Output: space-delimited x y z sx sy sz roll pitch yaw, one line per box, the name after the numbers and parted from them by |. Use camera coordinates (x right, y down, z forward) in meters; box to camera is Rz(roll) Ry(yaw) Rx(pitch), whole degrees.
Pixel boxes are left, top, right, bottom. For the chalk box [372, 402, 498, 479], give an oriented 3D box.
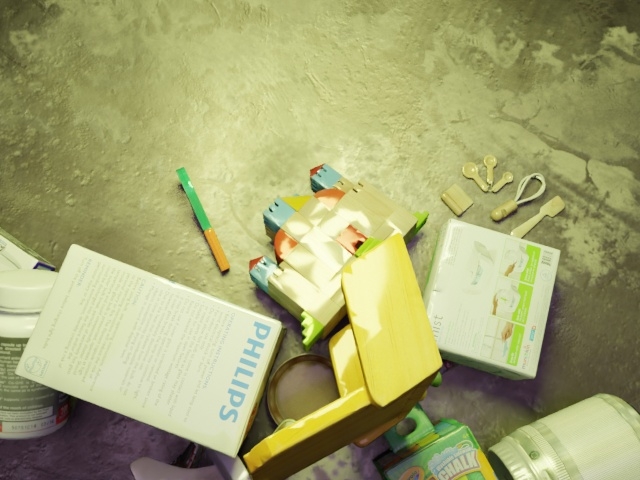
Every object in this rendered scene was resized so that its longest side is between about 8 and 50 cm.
0.219 0.449 1.208 0.180 0.179 0.289 -29 81 -7 | chalk box

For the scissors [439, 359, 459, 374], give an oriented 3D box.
0.248 0.271 1.326 0.297 0.021 0.109 -8 77 -4 | scissors

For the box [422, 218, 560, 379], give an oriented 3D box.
0.325 0.119 1.291 0.231 0.127 0.262 16 75 2 | box

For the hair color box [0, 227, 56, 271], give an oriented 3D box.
-0.716 0.133 1.278 0.185 0.110 0.339 34 82 5 | hair color box

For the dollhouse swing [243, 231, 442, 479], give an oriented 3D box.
0.005 0.212 1.084 0.305 0.347 0.315 -11 64 -7 | dollhouse swing

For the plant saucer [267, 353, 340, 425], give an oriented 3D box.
-0.022 0.313 1.303 0.168 0.029 0.168 0 80 -2 | plant saucer

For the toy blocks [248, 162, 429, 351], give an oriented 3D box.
0.000 0.000 1.289 0.261 0.190 0.381 38 71 15 | toy blocks

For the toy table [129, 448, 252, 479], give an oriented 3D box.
-0.207 0.467 1.124 0.161 0.274 0.252 -24 64 -24 | toy table

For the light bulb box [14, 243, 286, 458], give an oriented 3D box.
-0.264 0.193 1.152 0.361 0.358 0.225 20 81 1 | light bulb box

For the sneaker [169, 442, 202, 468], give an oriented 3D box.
-0.286 0.451 1.256 0.065 0.061 0.158 25 78 11 | sneaker

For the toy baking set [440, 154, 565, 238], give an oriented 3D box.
0.391 -0.078 1.388 0.256 0.030 0.196 24 79 3 | toy baking set

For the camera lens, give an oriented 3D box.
0.481 0.427 1.199 0.274 0.219 0.219 -21 81 -6 | camera lens

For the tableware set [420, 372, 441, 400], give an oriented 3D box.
0.172 0.265 1.249 0.024 0.154 0.104 -6 58 -38 | tableware set

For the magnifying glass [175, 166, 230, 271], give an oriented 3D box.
-0.245 -0.044 1.343 0.026 0.092 0.231 -26 92 -9 | magnifying glass

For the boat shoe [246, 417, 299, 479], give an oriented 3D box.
-0.100 0.431 1.242 0.068 0.072 0.190 27 93 3 | boat shoe

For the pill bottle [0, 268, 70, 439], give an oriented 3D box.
-0.546 0.206 1.200 0.161 0.161 0.283 6 100 0 | pill bottle
